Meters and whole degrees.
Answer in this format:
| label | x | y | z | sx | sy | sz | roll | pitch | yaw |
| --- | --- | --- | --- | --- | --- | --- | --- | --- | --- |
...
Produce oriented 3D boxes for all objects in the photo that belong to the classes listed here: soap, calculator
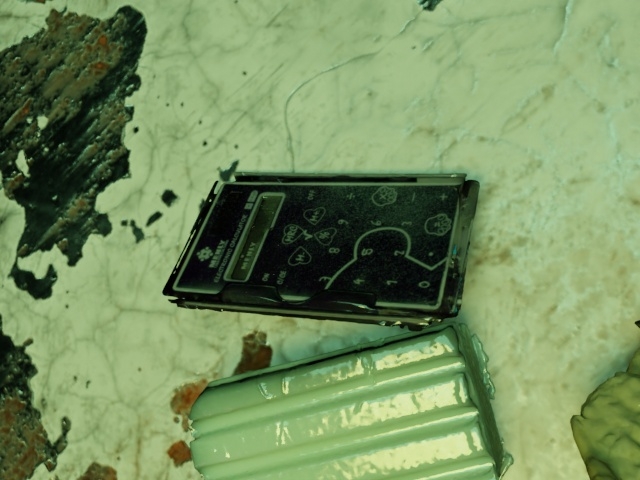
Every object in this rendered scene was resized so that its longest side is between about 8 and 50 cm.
| label | x | y | z | sx | sy | sz | roll | pitch | yaw |
| --- | --- | --- | --- | --- | --- | --- | --- | --- | --- |
| soap | 0.025 | 0.170 | 0.613 | 0.261 | 0.094 | 0.150 | -16 | 82 | 14 |
| calculator | 0.000 | 0.000 | 0.637 | 0.274 | 0.028 | 0.165 | 2 | 54 | 22 |

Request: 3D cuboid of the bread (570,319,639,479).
| label | x | y | z | sx | sy | sz | roll | pitch | yaw |
| --- | --- | --- | --- | --- | --- | --- | --- | --- | --- |
| bread | 0.271 | 0.141 | 0.472 | 0.184 | 0.224 | 0.211 | -20 | 68 | 9 |
